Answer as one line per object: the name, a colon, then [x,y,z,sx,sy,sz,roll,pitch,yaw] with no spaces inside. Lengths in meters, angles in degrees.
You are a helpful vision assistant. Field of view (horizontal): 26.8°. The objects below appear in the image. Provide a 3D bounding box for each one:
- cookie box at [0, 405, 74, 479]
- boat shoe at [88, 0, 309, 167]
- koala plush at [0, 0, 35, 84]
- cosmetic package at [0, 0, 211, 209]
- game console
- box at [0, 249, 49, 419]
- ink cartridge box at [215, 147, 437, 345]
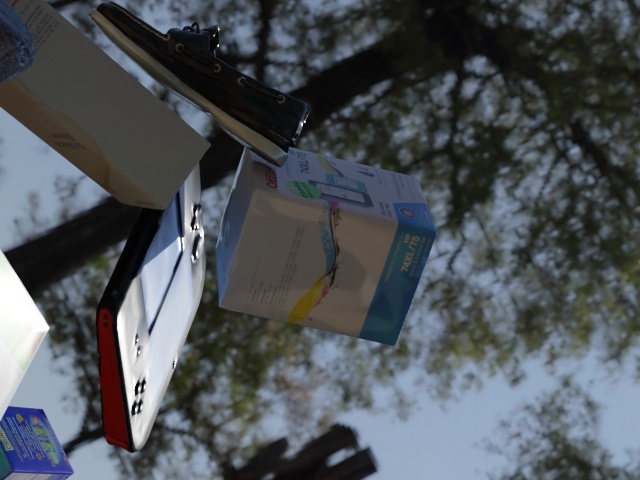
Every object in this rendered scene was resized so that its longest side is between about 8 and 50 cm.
cookie box: [-0.336,0.229,1.485,0.091,0.040,0.107,57,17,25]
boat shoe: [-0.161,-0.244,1.868,0.340,0.113,0.127,37,-3,5]
koala plush: [-0.466,-0.215,1.445,0.203,0.221,0.196,55,19,18]
cosmetic package: [-0.309,-0.177,1.711,0.309,0.113,0.160,41,-16,-26]
game console: [-0.238,0.079,1.956,0.342,0.060,0.386,98,6,-46]
box: [-0.409,0.122,1.322,0.127,0.262,0.231,14,-30,16]
ink cartridge box: [0.000,0.000,1.961,0.198,0.270,0.197,-102,-152,-62]
